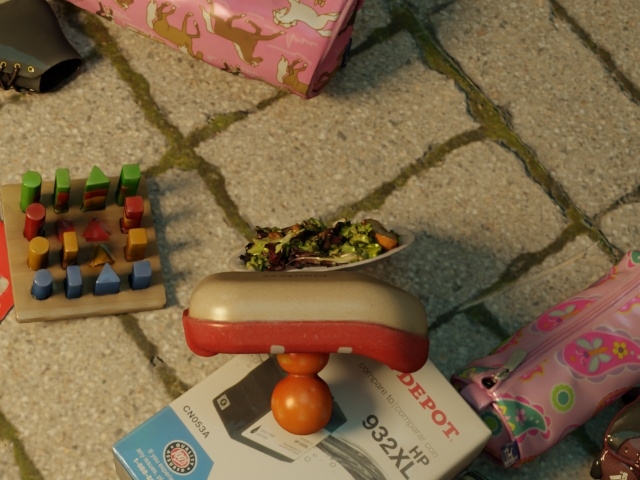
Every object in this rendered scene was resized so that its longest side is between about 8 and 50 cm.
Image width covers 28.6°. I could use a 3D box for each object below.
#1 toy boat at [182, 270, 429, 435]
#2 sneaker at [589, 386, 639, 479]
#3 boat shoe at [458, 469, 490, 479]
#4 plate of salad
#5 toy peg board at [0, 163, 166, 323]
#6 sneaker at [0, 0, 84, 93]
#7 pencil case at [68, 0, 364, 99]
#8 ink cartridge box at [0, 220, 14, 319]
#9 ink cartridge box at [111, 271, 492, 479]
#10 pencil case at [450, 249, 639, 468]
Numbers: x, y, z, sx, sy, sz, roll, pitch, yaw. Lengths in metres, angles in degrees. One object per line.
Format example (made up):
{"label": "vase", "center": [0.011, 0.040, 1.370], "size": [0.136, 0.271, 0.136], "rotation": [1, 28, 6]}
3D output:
{"label": "toy boat", "center": [-0.014, 0.108, 1.177], "size": [0.231, 0.151, 0.151], "rotation": [0, 94, -5]}
{"label": "sneaker", "center": [0.364, 0.273, 1.297], "size": [0.163, 0.106, 0.281], "rotation": [-1, 56, -1]}
{"label": "boat shoe", "center": [0.208, 0.286, 1.295], "size": [0.152, 0.056, 0.049], "rotation": [42, 64, 2]}
{"label": "plate of salad", "center": [0.000, 0.000, 1.330], "size": [0.200, 0.200, 0.048], "rotation": [-12, 104, -11]}
{"label": "toy peg board", "center": [-0.253, -0.006, 1.347], "size": [0.161, 0.079, 0.160], "rotation": [-5, 66, -17]}
{"label": "sneaker", "center": [-0.387, -0.200, 1.429], "size": [0.222, 0.083, 0.118], "rotation": [-33, 74, -19]}
{"label": "pencil case", "center": [-0.143, -0.302, 1.461], "size": [0.386, 0.160, 0.167], "rotation": [22, 22, 5]}
{"label": "ink cartridge box", "center": [-0.434, 0.016, 1.347], "size": [0.225, 0.056, 0.181], "rotation": [30, 67, 9]}
{"label": "ink cartridge box", "center": [-0.019, 0.215, 1.258], "size": [0.307, 0.129, 0.223], "rotation": [-35, 74, -19]}
{"label": "pencil case", "center": [0.268, 0.124, 1.332], "size": [0.284, 0.124, 0.124], "rotation": [-31, 73, -18]}
